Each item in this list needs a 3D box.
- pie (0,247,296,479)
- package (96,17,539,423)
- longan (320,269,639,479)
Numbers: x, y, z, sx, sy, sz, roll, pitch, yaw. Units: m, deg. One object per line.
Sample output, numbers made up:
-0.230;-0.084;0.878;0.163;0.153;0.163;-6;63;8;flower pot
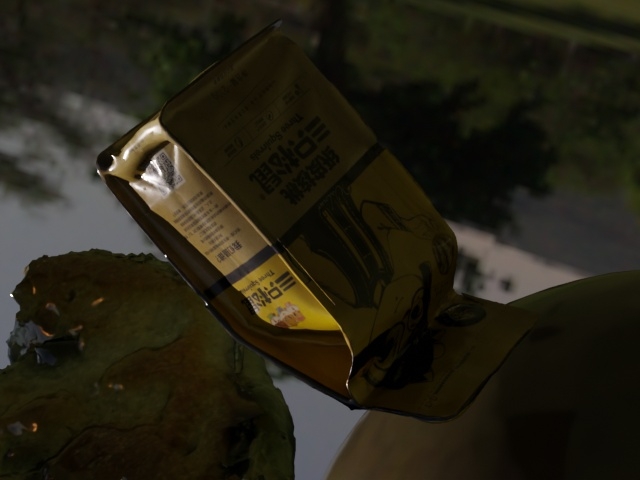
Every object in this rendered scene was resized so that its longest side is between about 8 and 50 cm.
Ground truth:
-0.129;0.127;0.663;0.302;0.302;0.067;27;157;55;pie
0.000;0.000;0.616;0.131;0.047;0.071;47;-137;-5;package
0.118;0.144;0.750;0.300;0.243;0.300;-12;154;-6;longan
